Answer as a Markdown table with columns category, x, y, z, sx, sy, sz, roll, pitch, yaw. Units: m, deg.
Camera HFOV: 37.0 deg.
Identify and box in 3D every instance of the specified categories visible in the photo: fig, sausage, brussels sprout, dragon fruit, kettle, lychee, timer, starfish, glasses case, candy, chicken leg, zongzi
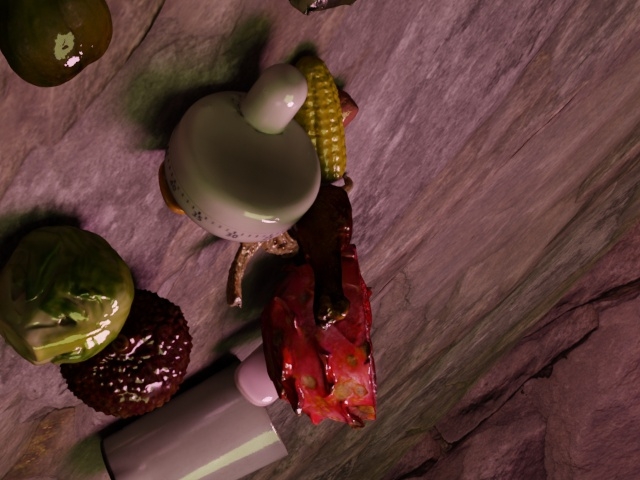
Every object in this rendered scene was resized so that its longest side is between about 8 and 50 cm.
| category | x | y | z | sx | sy | sz | roll | pitch | yaw |
| --- | --- | --- | --- | --- | --- | --- | --- | --- | --- |
| fig | -0.309 | -0.256 | 1.061 | 0.133 | 0.126 | 0.185 | -19 | 157 | -1 |
| sausage | -0.004 | -0.186 | 1.602 | 0.154 | 0.062 | 0.062 | -44 | 153 | 21 |
| brussels sprout | -0.392 | 0.085 | 1.461 | 0.223 | 0.223 | 0.161 | -25 | 169 | -19 |
| dragon fruit | 0.001 | 0.197 | 1.967 | 0.249 | 0.371 | 0.386 | -8 | 111 | 2 |
| kettle | -0.300 | 0.473 | 2.252 | 0.377 | 0.250 | 0.361 | -27 | -179 | -8 |
| lychee | -0.342 | 0.196 | 1.688 | 0.236 | 0.236 | 0.271 | -28 | 179 | -12 |
| timer | -0.104 | -0.122 | 1.397 | 0.234 | 0.233 | 0.240 | -12 | 158 | -38 |
| starfish | -0.078 | -0.022 | 1.754 | 0.327 | 0.094 | 0.375 | -51 | 167 | -2 |
| glasses case | -0.070 | 0.250 | 2.143 | 0.297 | 0.113 | 0.075 | -41 | 179 | -33 |
| candy | -0.011 | -0.195 | 1.507 | 0.094 | 0.106 | 0.198 | -32 | 129 | -46 |
| chicken leg | 0.000 | 0.000 | 1.484 | 0.096 | 0.407 | 0.158 | 2 | 111 | -5 |
| zongzi | 0.032 | -0.385 | 1.319 | 0.154 | 0.062 | 0.130 | -22 | 141 | -36 |
